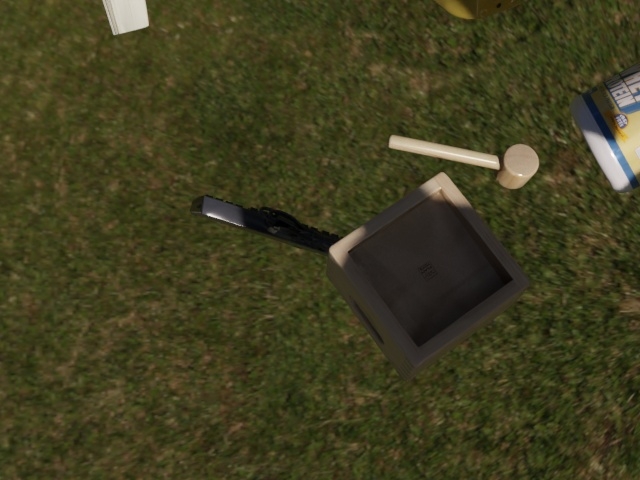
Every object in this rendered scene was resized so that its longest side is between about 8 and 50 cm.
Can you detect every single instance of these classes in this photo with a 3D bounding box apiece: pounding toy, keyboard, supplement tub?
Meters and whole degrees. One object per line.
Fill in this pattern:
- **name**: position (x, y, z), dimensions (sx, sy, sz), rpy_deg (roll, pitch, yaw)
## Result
- **pounding toy**: position (0.109, -0.008, 0.863), dimensions (0.206, 0.094, 0.181), rpy_deg (-34, 76, -11)
- **keyboard**: position (0.000, 0.000, 1.165), dimensions (0.317, 0.201, 0.033), rpy_deg (17, 87, -17)
- **supplement tub**: position (0.440, -0.166, 1.219), dimensions (0.199, 0.144, 0.144), rpy_deg (-29, 76, 17)

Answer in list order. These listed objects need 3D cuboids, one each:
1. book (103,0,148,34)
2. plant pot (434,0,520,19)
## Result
- **book**: position (-0.138, -0.211, 0.570), dimensions (0.035, 0.144, 0.096), rpy_deg (-18, 54, -10)
- **plant pot**: position (0.155, -0.264, 0.928), dimensions (0.081, 0.081, 0.083), rpy_deg (-20, 52, -10)
